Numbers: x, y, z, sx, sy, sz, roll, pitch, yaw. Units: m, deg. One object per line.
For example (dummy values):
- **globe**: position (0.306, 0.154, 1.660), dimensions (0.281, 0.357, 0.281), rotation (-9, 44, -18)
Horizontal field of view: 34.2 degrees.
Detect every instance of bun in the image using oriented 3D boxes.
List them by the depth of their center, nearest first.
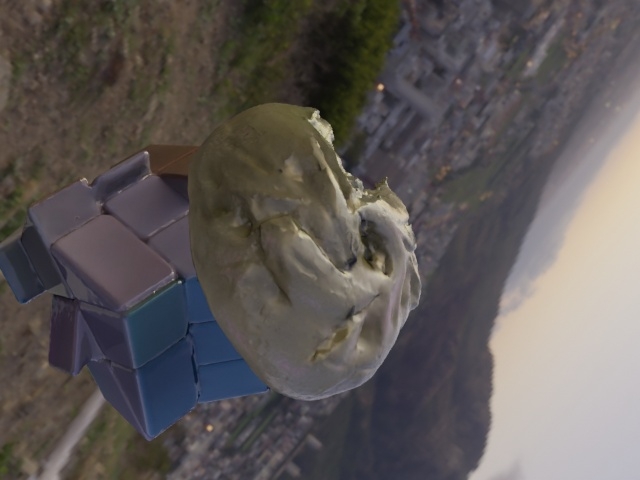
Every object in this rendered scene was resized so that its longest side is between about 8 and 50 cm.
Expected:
- **bun**: position (0.000, 0.000, 0.787), dimensions (0.116, 0.237, 0.210), rotation (-22, 159, 31)

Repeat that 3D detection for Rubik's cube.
- **Rubik's cube**: position (-0.222, 0.055, 1.434), dimensions (0.358, 0.368, 0.387), rotation (-33, 146, -30)
